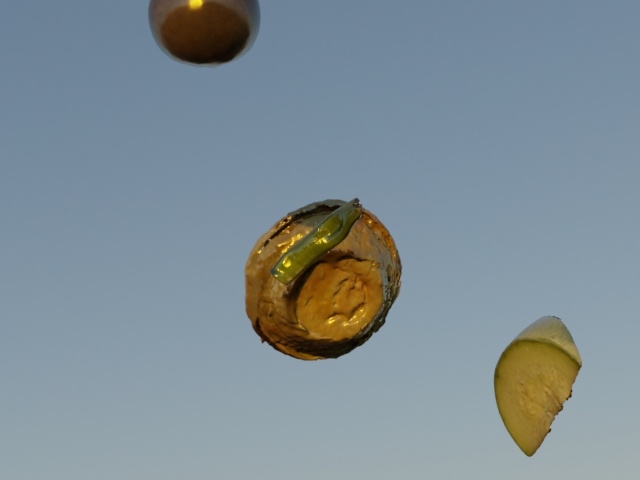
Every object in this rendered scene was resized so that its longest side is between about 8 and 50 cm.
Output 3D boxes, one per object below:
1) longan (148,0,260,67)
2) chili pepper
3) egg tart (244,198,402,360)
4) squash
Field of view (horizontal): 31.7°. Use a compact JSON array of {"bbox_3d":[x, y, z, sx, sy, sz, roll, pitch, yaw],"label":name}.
[{"bbox_3d":[-0.173,-0.333,1.686,0.167,0.167,0.187,-4,-15,-3],"label":"longan"},{"bbox_3d":[0.000,0.000,1.792,0.202,0.052,0.050,-41,-35,22],"label":"chili pepper"},{"bbox_3d":[0.014,0.097,2.242,0.345,0.345,0.132,3,19,-18],"label":"egg tart"},{"bbox_3d":[0.391,0.219,1.955,0.155,0.204,0.237,-11,-44,-37],"label":"squash"}]
